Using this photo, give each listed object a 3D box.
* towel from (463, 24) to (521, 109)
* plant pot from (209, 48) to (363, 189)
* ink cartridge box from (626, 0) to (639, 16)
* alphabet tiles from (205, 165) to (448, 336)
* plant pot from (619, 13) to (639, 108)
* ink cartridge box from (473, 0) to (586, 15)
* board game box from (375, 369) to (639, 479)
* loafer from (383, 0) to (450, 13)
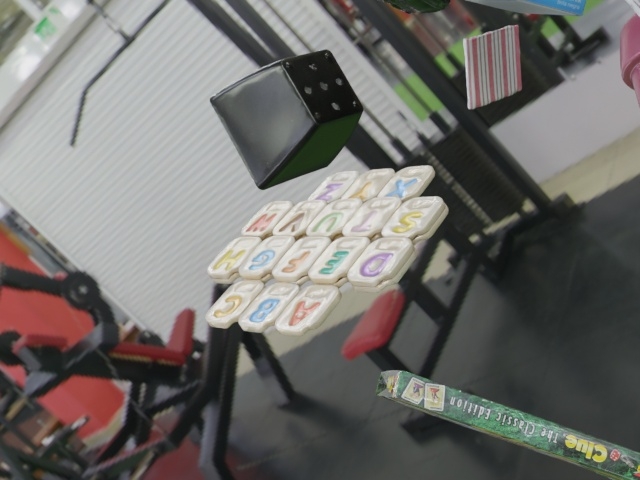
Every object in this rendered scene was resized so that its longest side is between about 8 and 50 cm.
[{"bbox_3d":[0.351,-0.358,1.813,0.029,0.144,0.197,10,25,42],"label":"towel"},{"bbox_3d":[-0.041,-0.225,1.519,0.187,0.188,0.167,-24,-8,-44],"label":"plant pot"},{"bbox_3d":[0.356,-0.332,0.732,0.202,0.278,0.117,-22,50,2],"label":"ink cartridge box"},{"bbox_3d":[0.000,0.000,0.992,0.284,0.021,0.278,1,41,44],"label":"alphabet tiles"},{"bbox_3d":[0.438,-0.155,0.968,0.201,0.201,0.180,-21,65,60],"label":"plant pot"},{"bbox_3d":[0.359,-0.532,1.434,0.223,0.129,0.307,-132,52,-70],"label":"ink cartridge box"},{"bbox_3d":[0.182,0.173,0.806,0.136,0.260,0.030,108,-179,-78],"label":"board game box"},{"bbox_3d":[0.090,-0.346,1.172,0.078,0.076,0.223,-11,-11,37],"label":"loafer"}]
